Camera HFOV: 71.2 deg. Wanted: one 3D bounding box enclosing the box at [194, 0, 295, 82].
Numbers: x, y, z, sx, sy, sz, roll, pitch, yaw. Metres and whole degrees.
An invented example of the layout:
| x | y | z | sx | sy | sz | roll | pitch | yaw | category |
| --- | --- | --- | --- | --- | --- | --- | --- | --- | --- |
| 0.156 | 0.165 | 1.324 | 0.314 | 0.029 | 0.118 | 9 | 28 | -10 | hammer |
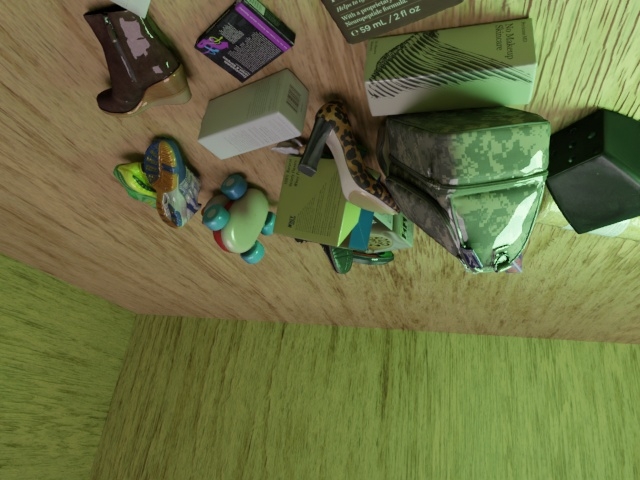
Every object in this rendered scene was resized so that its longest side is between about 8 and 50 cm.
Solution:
| x | y | z | sx | sy | sz | roll | pitch | yaw | category |
| --- | --- | --- | --- | --- | --- | --- | --- | --- | --- |
| -0.141 | -0.367 | 0.825 | 0.162 | 0.029 | 0.116 | -17 | 146 | 41 | box |

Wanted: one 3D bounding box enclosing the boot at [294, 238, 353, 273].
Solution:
| x | y | z | sx | sy | sz | roll | pitch | yaw | category |
| --- | --- | --- | --- | --- | --- | --- | --- | --- | --- |
| 0.001 | -0.001 | 1.413 | 0.085 | 0.237 | 0.178 | -19 | -178 | -40 | boot |

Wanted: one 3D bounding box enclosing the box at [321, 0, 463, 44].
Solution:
| x | y | z | sx | sy | sz | roll | pitch | yaw | category |
| --- | --- | --- | --- | --- | --- | --- | --- | --- | --- |
| 0.067 | -0.390 | 0.534 | 0.168 | 0.167 | 0.203 | -8 | 152 | 32 | box |

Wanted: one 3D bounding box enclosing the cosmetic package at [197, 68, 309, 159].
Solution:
| x | y | z | sx | sy | sz | roll | pitch | yaw | category |
| --- | --- | --- | --- | --- | --- | --- | --- | --- | --- |
| -0.146 | -0.263 | 0.956 | 0.230 | 0.118 | 0.085 | -8 | 151 | 34 | cosmetic package |

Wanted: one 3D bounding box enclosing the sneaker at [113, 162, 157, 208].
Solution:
| x | y | z | sx | sy | sz | roll | pitch | yaw | category |
| --- | --- | --- | --- | --- | --- | --- | --- | --- | --- |
| -0.505 | -0.153 | 1.363 | 0.123 | 0.110 | 0.296 | 18 | 161 | 24 | sneaker |

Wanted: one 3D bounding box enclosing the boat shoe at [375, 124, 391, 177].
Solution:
| x | y | z | sx | sy | sz | roll | pitch | yaw | category |
| --- | --- | --- | --- | --- | --- | --- | --- | --- | --- |
| 0.252 | -0.150 | 1.076 | 0.130 | 0.133 | 0.355 | -9 | 152 | 29 | boat shoe |

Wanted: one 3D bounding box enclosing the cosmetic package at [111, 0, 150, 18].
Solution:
| x | y | z | sx | sy | sz | roll | pitch | yaw | category |
| --- | --- | --- | --- | --- | --- | --- | --- | --- | --- |
| -0.268 | -0.444 | 0.644 | 0.098 | 0.061 | 0.239 | 19 | 154 | -29 | cosmetic package |

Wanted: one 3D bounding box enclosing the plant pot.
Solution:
| x | y | z | sx | sy | sz | roll | pitch | yaw | category |
| --- | --- | --- | --- | --- | --- | --- | --- | --- | --- |
| 0.573 | -0.154 | 0.928 | 0.166 | 0.188 | 0.188 | 31 | 150 | -18 | plant pot |

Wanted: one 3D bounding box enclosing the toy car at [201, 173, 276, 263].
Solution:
| x | y | z | sx | sy | sz | roll | pitch | yaw | category |
| --- | --- | --- | --- | --- | --- | --- | --- | --- | --- |
| -0.293 | -0.066 | 1.375 | 0.237 | 0.211 | 0.219 | 5 | 149 | 38 | toy car |

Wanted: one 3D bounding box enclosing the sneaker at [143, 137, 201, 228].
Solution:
| x | y | z | sx | sy | sz | roll | pitch | yaw | category |
| --- | --- | --- | --- | --- | --- | --- | --- | --- | --- |
| -0.408 | -0.176 | 1.272 | 0.111 | 0.131 | 0.297 | 29 | 139 | 16 | sneaker |

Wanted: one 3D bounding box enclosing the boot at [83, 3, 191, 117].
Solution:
| x | y | z | sx | sy | sz | roll | pitch | yaw | category |
| --- | --- | --- | --- | --- | --- | --- | --- | --- | --- |
| -0.397 | -0.357 | 0.893 | 0.248 | 0.090 | 0.207 | -1 | 143 | 22 | boot |

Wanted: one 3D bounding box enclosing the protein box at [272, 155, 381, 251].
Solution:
| x | y | z | sx | sy | sz | roll | pitch | yaw | category |
| --- | --- | --- | --- | --- | --- | --- | --- | --- | --- |
| 0.016 | -0.091 | 1.103 | 0.201 | 0.200 | 0.135 | 11 | -179 | 35 | protein box |

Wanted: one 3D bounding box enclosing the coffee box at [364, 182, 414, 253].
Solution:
| x | y | z | sx | sy | sz | roll | pitch | yaw | category |
| --- | --- | --- | --- | --- | --- | --- | --- | --- | --- |
| 0.131 | -0.075 | 1.297 | 0.168 | 0.119 | 0.297 | -9 | 152 | 35 | coffee box |

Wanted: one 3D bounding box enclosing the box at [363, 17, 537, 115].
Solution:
| x | y | z | sx | sy | sz | roll | pitch | yaw | category |
| --- | --- | --- | --- | --- | --- | --- | --- | --- | --- |
| 0.219 | -0.296 | 0.778 | 0.274 | 0.113 | 0.094 | -2 | 154 | 17 | box |

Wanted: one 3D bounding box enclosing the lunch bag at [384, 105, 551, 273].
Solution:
| x | y | z | sx | sy | sz | roll | pitch | yaw | category |
| --- | --- | --- | --- | --- | --- | --- | --- | --- | --- |
| 0.254 | -0.107 | 0.828 | 0.212 | 0.305 | 0.256 | -12 | 114 | -9 | lunch bag |

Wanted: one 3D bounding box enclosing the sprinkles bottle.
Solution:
| x | y | z | sx | sy | sz | roll | pitch | yaw | category |
| --- | --- | --- | --- | --- | --- | --- | --- | --- | --- |
| 0.700 | -0.073 | 1.127 | 0.354 | 0.121 | 0.121 | 10 | 157 | -4 | sprinkles bottle |

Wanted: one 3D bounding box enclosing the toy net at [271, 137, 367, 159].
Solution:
| x | y | z | sx | sy | sz | roll | pitch | yaw | category |
| --- | --- | --- | --- | --- | --- | --- | --- | --- | --- |
| -0.004 | -0.221 | 1.110 | 0.231 | 0.045 | 0.122 | 11 | -179 | -1 | toy net |

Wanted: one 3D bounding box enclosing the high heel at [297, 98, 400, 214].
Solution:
| x | y | z | sx | sy | sz | roll | pitch | yaw | category |
| --- | --- | --- | --- | --- | --- | --- | --- | --- | --- |
| 0.091 | -0.177 | 0.957 | 0.261 | 0.186 | 0.093 | 28 | 162 | -22 | high heel |

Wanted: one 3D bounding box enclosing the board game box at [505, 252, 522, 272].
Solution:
| x | y | z | sx | sy | sz | roll | pitch | yaw | category |
| --- | --- | --- | --- | --- | --- | --- | --- | --- | --- |
| 0.427 | -0.073 | 1.102 | 0.056 | 0.208 | 0.346 | -11 | 150 | 36 | board game box |

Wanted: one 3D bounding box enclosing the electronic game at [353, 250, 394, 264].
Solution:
| x | y | z | sx | sy | sz | roll | pitch | yaw | category |
| --- | --- | --- | --- | --- | --- | --- | --- | --- | --- |
| 0.137 | 0.035 | 1.520 | 0.229 | 0.048 | 0.229 | 10 | -169 | -2 | electronic game |
